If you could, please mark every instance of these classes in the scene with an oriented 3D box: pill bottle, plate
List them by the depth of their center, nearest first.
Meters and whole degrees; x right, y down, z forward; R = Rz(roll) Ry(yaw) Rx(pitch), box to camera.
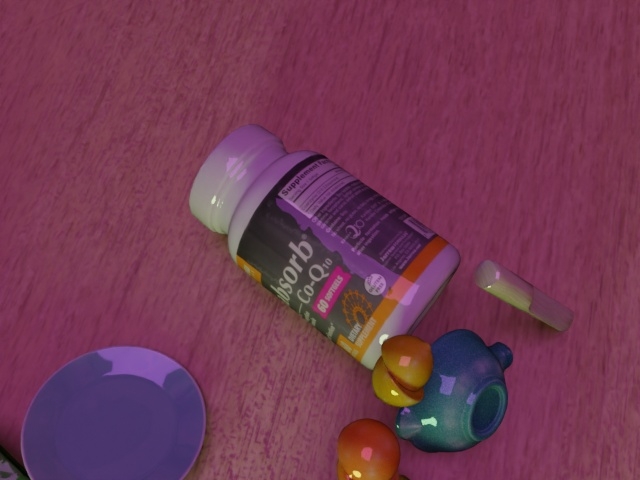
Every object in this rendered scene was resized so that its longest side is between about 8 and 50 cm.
[{"bbox_3d":[-0.218,0.200,0.664,0.188,0.024,0.188,7,50,-9],"label":"plate"},{"bbox_3d":[0.000,0.000,0.686,0.278,0.162,0.162,36,74,14],"label":"pill bottle"}]

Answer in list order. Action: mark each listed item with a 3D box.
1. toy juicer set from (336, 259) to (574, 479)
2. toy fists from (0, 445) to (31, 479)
[{"bbox_3d":[0.122,0.135,0.623,0.089,0.209,0.329,18,63,50],"label":"toy juicer set"},{"bbox_3d":[-0.317,0.318,0.610,0.279,0.096,0.142,36,61,15],"label":"toy fists"}]
